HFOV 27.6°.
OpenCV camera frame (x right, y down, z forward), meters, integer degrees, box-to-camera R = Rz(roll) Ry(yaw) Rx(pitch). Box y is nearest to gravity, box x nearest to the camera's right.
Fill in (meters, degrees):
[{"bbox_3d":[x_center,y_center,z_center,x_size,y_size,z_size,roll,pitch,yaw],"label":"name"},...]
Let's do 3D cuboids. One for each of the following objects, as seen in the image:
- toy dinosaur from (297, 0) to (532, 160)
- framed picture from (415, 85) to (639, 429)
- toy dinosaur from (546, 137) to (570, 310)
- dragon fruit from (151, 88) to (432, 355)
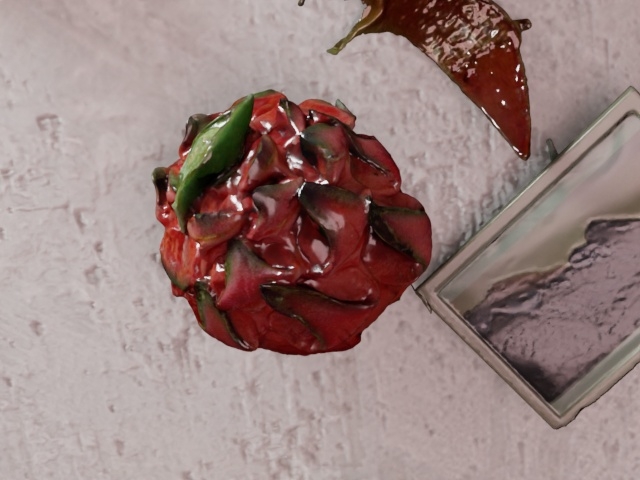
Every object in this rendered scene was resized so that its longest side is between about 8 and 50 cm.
[{"bbox_3d":[0.084,-0.221,1.074,0.206,0.113,0.327,-11,109,-9],"label":"toy dinosaur"},{"bbox_3d":[0.244,0.021,1.165,0.192,0.018,0.265,44,102,-7],"label":"framed picture"},{"bbox_3d":[0.277,-0.001,1.208,0.167,0.053,0.242,-22,108,-7],"label":"toy dinosaur"},{"bbox_3d":[0.000,0.000,1.067,0.293,0.234,0.234,23,100,-33],"label":"dragon fruit"}]
